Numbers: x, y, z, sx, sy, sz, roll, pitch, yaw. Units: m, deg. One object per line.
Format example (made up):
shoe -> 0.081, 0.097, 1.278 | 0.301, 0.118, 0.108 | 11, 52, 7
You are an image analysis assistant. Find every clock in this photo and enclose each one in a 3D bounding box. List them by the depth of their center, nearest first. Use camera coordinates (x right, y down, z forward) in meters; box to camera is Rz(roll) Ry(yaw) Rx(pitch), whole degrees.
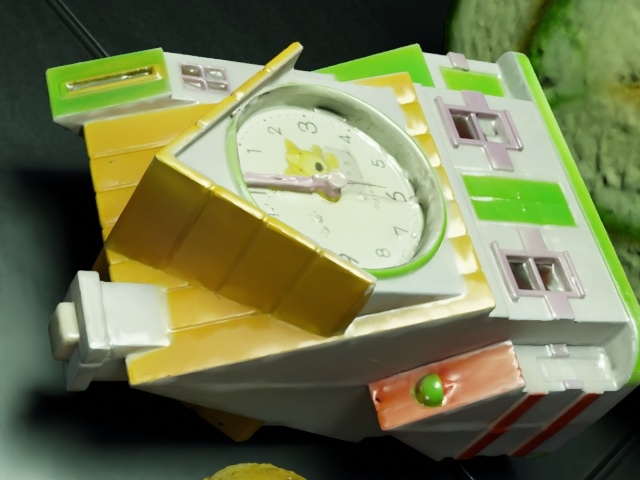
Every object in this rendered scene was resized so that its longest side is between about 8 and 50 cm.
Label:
clock -> 0.000, 0.000, 0.658 | 0.310, 0.166, 0.235 | 2, 54, -29

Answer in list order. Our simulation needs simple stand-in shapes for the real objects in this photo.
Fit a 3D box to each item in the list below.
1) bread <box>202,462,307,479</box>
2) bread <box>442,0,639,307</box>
bread -> 0.027, 0.259, 0.525 | 0.124, 0.084, 0.344 | -27, 71, -19
bread -> 0.235, -0.095, 0.741 | 0.129, 0.366, 0.381 | -11, 78, -40
